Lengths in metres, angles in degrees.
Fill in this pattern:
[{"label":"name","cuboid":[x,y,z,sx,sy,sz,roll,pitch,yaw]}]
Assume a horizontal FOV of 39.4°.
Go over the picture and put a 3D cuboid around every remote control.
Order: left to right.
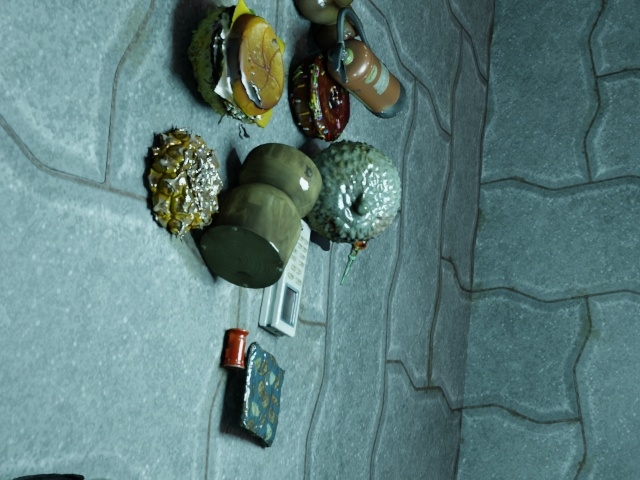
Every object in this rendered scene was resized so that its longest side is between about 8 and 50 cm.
[{"label":"remote control","cuboid":[-0.079,0.080,2.088,0.103,0.056,0.277,41,53,-59]}]

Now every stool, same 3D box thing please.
[{"label":"stool","cuboid":[-0.119,-0.052,1.844,0.264,0.179,0.179,-67,148,-41]}]

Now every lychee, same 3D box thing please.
[{"label":"lychee","cuboid":[0.069,-0.119,2.188,0.274,0.255,0.255,-140,-140,-67]}]

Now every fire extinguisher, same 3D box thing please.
[{"label":"fire extinguisher","cuboid":[0.092,-0.439,2.222,0.376,0.113,0.200,23,42,-65]}]

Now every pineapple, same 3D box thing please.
[{"label":"pineapple","cuboid":[-0.245,-0.111,1.684,0.225,0.076,0.224,2,90,-66]}]

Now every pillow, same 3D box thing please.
[{"label":"pillow","cuboid":[-0.126,0.342,1.967,0.255,0.034,0.188,61,35,-63]}]

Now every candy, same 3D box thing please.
[{"label":"candy","cuboid":[0.091,0.051,2.515,0.055,0.049,0.184,56,48,-41]}]

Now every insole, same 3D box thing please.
[{"label":"insole","cuboid":[0.000,0.000,2.338,0.135,0.002,0.045,26,65,-64]}]

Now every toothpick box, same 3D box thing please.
[{"label":"toothpick box","cuboid":[-0.177,0.226,1.875,0.047,0.047,0.083,39,54,-61]}]

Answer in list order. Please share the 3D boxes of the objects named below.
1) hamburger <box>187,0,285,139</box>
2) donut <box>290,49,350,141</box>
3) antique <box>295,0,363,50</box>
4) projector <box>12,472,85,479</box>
[{"label":"hamburger","cuboid":[-0.168,-0.342,1.776,0.243,0.139,0.261,38,55,-59]},{"label":"donut","cuboid":[-0.002,-0.355,2.223,0.235,0.089,0.235,-1,90,-67]},{"label":"antique","cuboid":[0.018,-0.568,2.236,0.143,0.121,0.256,-62,144,-35]},{"label":"projector","cuboid":[-0.399,0.512,1.291,0.108,0.108,0.337,10,81,-66]}]
